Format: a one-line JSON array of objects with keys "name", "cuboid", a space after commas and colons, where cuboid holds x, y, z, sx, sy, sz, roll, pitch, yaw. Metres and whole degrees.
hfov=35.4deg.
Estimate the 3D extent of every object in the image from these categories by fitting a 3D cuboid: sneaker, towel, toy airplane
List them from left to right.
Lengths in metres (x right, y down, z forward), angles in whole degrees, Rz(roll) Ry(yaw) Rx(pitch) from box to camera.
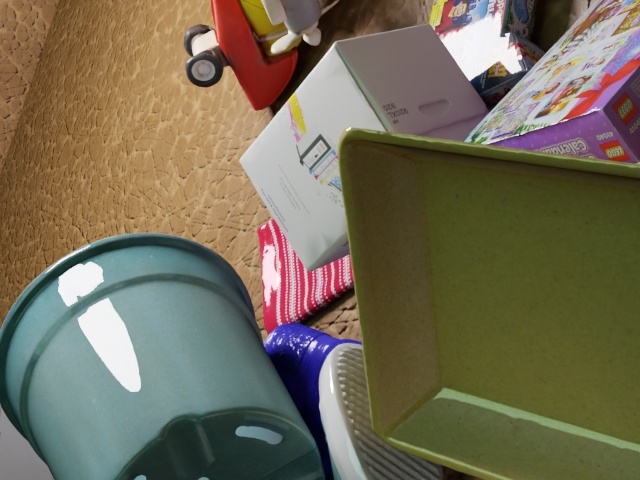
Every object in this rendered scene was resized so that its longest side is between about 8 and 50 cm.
[{"name": "toy airplane", "cuboid": [-0.087, -0.435, 1.535, 0.384, 0.272, 0.386, 108, 157, -76]}, {"name": "towel", "cuboid": [-0.007, 0.228, 1.255, 0.308, 0.076, 0.228, 7, 81, 57]}, {"name": "towel", "cuboid": [0.000, 0.000, 1.404, 0.275, 0.031, 0.199, -38, 46, 41]}, {"name": "sneaker", "cuboid": [0.052, 0.290, 1.047, 0.150, 0.135, 0.366, -43, 51, 35]}]

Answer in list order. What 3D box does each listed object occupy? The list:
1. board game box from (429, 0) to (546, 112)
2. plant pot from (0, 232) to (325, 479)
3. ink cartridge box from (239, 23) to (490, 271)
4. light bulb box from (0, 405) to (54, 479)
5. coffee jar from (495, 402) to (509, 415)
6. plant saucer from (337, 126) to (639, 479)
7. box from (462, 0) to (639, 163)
[{"name": "board game box", "cuboid": [0.202, -0.221, 1.185, 0.194, 0.060, 0.194, -1, 73, 55]}, {"name": "plant pot", "cuboid": [-0.173, 0.212, 1.152, 0.341, 0.341, 0.334, -63, 34, 12]}, {"name": "ink cartridge box", "cuboid": [0.056, -0.108, 1.163, 0.168, 0.171, 0.232, 58, 138, 11]}, {"name": "light bulb box", "cuboid": [-0.381, 0.394, 1.466, 0.225, 0.361, 0.358, -29, 51, 49]}, {"name": "coffee jar", "cuboid": [0.156, 0.154, 1.044, 0.096, 0.079, 0.184, -62, 33, 14]}, {"name": "plant saucer", "cuboid": [0.185, 0.063, 0.843, 0.332, 0.081, 0.333, 12, 123, 35]}, {"name": "box", "cuboid": [0.272, -0.163, 0.892, 0.293, 0.057, 0.201, -46, 14, -23]}]
